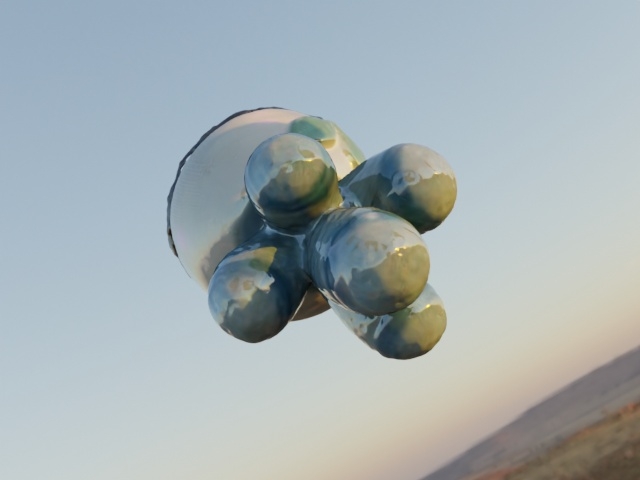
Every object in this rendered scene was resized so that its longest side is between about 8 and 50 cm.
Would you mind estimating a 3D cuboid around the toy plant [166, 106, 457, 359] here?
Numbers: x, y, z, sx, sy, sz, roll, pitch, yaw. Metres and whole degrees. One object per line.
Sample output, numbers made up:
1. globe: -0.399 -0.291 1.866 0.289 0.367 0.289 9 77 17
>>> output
1. toy plant: 0.000 0.000 0.925 0.247 0.247 0.332 -25 17 -13
